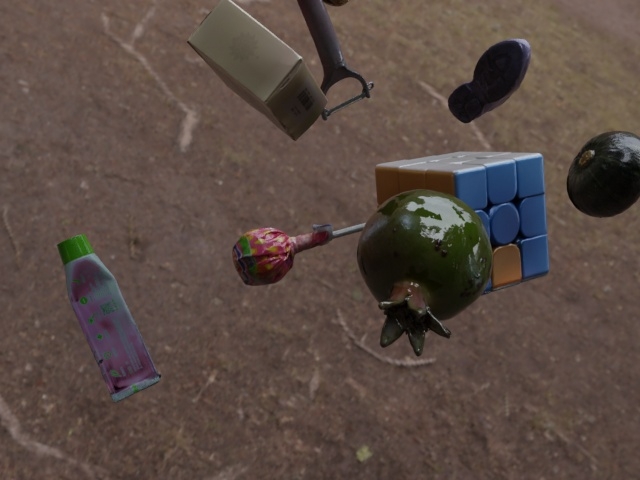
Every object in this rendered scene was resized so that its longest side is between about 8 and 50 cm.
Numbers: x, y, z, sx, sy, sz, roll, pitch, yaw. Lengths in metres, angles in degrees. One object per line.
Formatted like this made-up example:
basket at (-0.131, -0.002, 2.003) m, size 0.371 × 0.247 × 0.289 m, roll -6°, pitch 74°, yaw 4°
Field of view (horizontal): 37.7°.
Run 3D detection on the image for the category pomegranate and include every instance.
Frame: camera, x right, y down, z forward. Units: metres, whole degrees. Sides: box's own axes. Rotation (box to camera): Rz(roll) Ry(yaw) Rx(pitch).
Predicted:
pomegranate at (0.128, 0.042, 1.209) m, size 0.181 × 0.181 × 0.224 m, roll 28°, pitch 44°, yaw -2°

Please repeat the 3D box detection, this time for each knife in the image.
knife at (0.016, -0.370, 1.723) m, size 0.123 × 0.278 × 0.053 m, roll -31°, pitch 26°, yaw -21°

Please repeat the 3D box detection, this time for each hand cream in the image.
hand cream at (-0.353, 0.122, 1.538) m, size 0.050 × 0.079 × 0.275 m, roll -8°, pitch 74°, yaw -82°

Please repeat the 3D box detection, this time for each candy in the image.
candy at (0.000, 0.000, 1.907) m, size 0.365 × 0.124 × 0.124 m, roll -15°, pitch 40°, yaw -2°

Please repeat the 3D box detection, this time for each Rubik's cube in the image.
Rubik's cube at (0.330, -0.048, 2.194) m, size 0.290 × 0.292 × 0.291 m, roll -13°, pitch 14°, yaw -33°

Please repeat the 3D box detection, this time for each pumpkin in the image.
pumpkin at (0.519, -0.120, 1.679) m, size 0.125 × 0.167 × 0.167 m, roll 20°, pitch 32°, yaw -8°

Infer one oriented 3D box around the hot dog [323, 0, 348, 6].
hot dog at (-0.036, -0.541, 1.815) m, size 0.249 × 0.100 × 0.068 m, roll 41°, pitch 60°, yaw 16°

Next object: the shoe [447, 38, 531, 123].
shoe at (0.369, -0.335, 1.907) m, size 0.137 × 0.245 × 0.095 m, roll -32°, pitch 82°, yaw -32°

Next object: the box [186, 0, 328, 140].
box at (-0.091, -0.262, 1.467) m, size 0.168 × 0.095 × 0.212 m, roll 42°, pitch 0°, yaw 14°
